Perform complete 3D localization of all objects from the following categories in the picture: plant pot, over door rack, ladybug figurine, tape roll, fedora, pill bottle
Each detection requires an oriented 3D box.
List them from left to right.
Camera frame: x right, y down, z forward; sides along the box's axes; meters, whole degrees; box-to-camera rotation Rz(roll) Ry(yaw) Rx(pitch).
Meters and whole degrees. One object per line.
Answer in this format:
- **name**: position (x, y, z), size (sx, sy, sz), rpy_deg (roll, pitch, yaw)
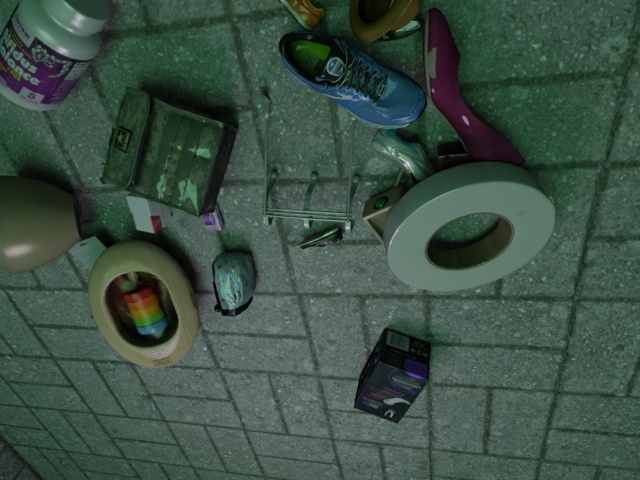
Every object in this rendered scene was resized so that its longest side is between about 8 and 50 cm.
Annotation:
- **plant pot**: position (-0.817, -0.055, 1.303), size (0.190, 0.284, 0.284), rpy_deg (-8, 131, -23)
- **pill bottle**: position (-0.606, -0.445, 1.001), size (0.301, 0.169, 0.169), rpy_deg (-32, 113, 31)
- **ladybug figurine**: position (-0.548, 0.199, 1.413), size (0.304, 0.162, 0.450), rpy_deg (-13, 110, -9)
- **over door rack**: position (-0.025, -0.190, 1.091), size (0.239, 0.108, 0.325), rpy_deg (4, 112, 11)
- **fedora**: position (0.138, -0.462, 0.835), size (0.079, 0.195, 0.194), rpy_deg (6, 138, -38)
- **tape roll**: position (0.344, -0.017, 1.052), size (0.391, 0.072, 0.392), rpy_deg (-4, 138, -3)

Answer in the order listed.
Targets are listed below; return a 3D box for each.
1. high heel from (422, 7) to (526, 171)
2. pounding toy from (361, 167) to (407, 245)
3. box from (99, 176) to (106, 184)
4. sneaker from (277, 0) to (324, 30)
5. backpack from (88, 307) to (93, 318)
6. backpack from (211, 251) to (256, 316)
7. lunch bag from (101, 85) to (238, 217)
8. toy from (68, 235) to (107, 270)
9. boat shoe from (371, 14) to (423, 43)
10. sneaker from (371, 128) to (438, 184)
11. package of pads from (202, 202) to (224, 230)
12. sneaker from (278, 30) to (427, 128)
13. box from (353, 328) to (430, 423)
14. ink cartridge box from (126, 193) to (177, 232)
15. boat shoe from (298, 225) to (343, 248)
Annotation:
- **high heel**: position (0.316, -0.296, 0.914), size (0.181, 0.127, 0.377), rpy_deg (-8, 132, 18)
- **pounding toy**: position (0.184, -0.083, 1.121), size (0.130, 0.100, 0.141), rpy_deg (-22, 123, 33)
- **box**: position (-0.563, -0.189, 1.238), size (0.083, 0.067, 0.018), rpy_deg (-13, 121, 21)
- **sneaker**: position (-0.065, -0.508, 0.897), size (0.175, 0.064, 0.067), rpy_deg (40, 105, -21)
- **backpack**: position (-0.746, 0.229, 1.563), size (0.114, 0.105, 0.084), rpy_deg (-24, 115, 27)
- **backpack**: position (-0.261, 0.121, 1.352), size (0.115, 0.152, 0.182), rpy_deg (-1, 113, 8)
- **lunch bag**: position (-0.376, -0.215, 1.070), size (0.286, 0.169, 0.236), rpy_deg (20, 99, 1)
- **toy**: position (-0.697, 0.075, 1.471), size (0.136, 0.056, 0.237), rpy_deg (-18, 124, 21)
- **boat shoe**: position (0.146, -0.427, 0.905), size (0.125, 0.038, 0.046), rpy_deg (-3, 124, 16)
- **sneaker**: position (0.225, -0.185, 1.039), size (0.237, 0.085, 0.086), rpy_deg (36, 100, -21)
- **package of pads**: position (-0.313, -0.067, 1.285), size (0.050, 0.032, 0.083), rpy_deg (-2, 124, 14)
- **sneaker**: position (0.055, -0.322, 0.893), size (0.329, 0.147, 0.130), rpy_deg (25, 106, 7)
- **box**: position (0.231, 0.444, 1.446), size (0.165, 0.143, 0.271), rpy_deg (20, 128, 2)
- **ink cartridge box**: position (-0.448, -0.109, 1.216), size (0.063, 0.151, 0.109), rpy_deg (9, 127, 13)
- **boat shoe**: position (0.000, 0.001, 1.245), size (0.132, 0.049, 0.042), rpy_deg (-21, 110, 21)
